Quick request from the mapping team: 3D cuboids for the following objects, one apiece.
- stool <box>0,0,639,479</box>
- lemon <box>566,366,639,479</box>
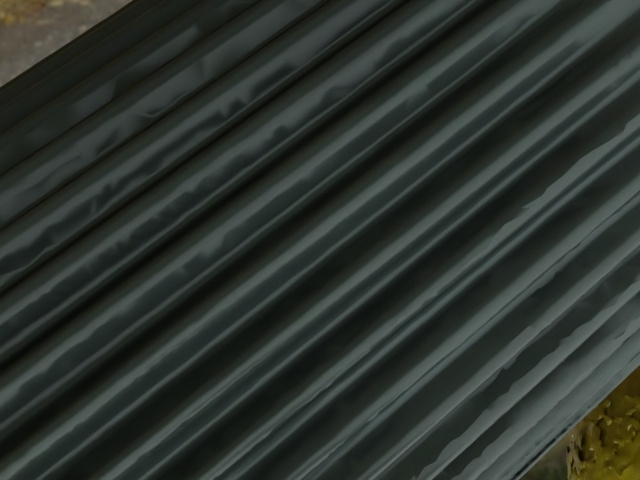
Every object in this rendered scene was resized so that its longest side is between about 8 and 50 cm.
[{"bbox_3d":[0.000,0.000,0.575,0.330,0.297,0.297,-39,160,-3],"label":"stool"},{"bbox_3d":[0.314,0.157,0.857,0.310,0.258,0.258,-18,160,17],"label":"lemon"}]
